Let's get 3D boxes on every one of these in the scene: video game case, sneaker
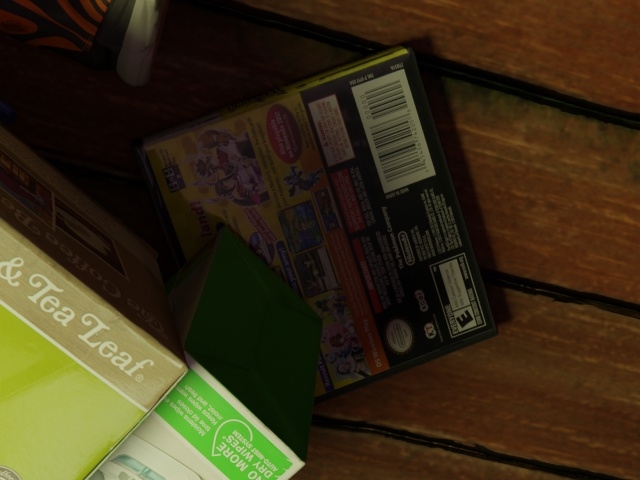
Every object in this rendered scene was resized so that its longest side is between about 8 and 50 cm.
[{"bbox_3d":[0.000,0.000,1.210,0.248,0.035,0.275,-20,108,-6],"label":"video game case"},{"bbox_3d":[-0.192,-0.224,0.993,0.180,0.321,0.125,13,59,-6],"label":"sneaker"}]

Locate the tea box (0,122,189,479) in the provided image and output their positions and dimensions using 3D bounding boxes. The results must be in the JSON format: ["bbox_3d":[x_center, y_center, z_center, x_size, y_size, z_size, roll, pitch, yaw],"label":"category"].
[{"bbox_3d":[-0.318,0.058,0.918,0.323,0.220,0.329,-45,112,7],"label":"tea box"}]

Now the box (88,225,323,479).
[{"bbox_3d":[-0.122,0.144,1.078,0.231,0.262,0.127,-42,102,16],"label":"box"}]

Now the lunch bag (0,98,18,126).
[{"bbox_3d":[-0.420,-0.106,1.062,0.293,0.138,0.221,42,96,-8],"label":"lunch bag"}]
